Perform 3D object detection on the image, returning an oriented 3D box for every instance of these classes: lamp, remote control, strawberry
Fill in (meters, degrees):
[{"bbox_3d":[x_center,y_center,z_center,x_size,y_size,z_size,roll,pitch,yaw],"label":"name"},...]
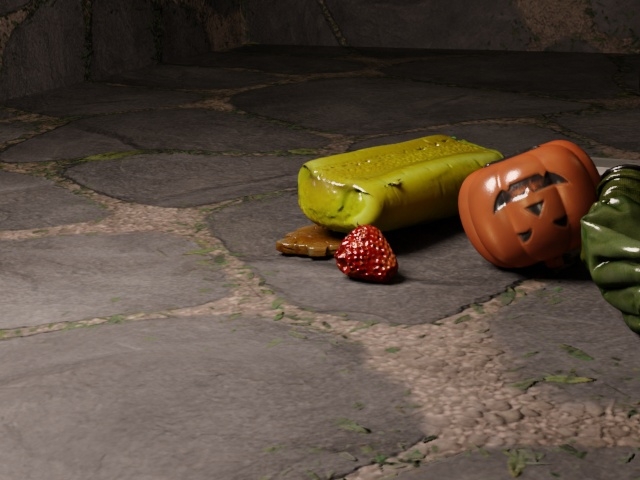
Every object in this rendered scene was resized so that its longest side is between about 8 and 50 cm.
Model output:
[{"bbox_3d":[0.280,-0.039,1.354,0.187,0.164,0.187,-23,4,2],"label":"lamp"},{"bbox_3d":[0.537,-0.128,1.842,0.244,0.022,0.077,7,17,24],"label":"remote control"},{"bbox_3d":[0.062,0.020,1.332,0.083,0.073,0.073,31,34,34],"label":"strawberry"}]

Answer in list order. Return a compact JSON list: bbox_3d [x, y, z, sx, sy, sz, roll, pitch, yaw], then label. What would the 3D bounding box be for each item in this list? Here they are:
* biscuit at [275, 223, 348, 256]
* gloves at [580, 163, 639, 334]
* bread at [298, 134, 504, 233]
[{"bbox_3d":[0.000,0.000,1.475,0.119,0.019,0.130,1,17,5],"label":"biscuit"},{"bbox_3d":[0.363,0.014,1.198,0.135,0.107,0.268,22,35,-6],"label":"gloves"},{"bbox_3d":[0.128,-0.076,1.547,0.166,0.112,0.383,24,26,35],"label":"bread"}]
